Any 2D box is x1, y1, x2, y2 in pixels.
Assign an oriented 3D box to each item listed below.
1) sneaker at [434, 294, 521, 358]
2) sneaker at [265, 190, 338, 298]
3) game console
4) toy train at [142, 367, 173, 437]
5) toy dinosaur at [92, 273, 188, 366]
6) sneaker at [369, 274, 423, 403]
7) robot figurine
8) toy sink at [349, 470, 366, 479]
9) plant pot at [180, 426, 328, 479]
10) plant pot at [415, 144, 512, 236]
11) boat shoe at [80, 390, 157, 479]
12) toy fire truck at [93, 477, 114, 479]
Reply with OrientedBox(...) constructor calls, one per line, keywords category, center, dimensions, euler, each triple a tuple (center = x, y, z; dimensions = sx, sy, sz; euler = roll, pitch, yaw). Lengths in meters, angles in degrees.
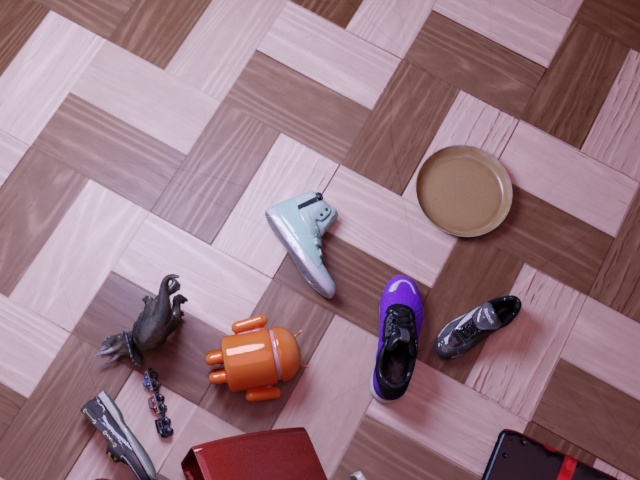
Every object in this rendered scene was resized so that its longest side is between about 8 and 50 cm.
OrientedBox(category="sneaker", center=(0.360, 0.186, 1.985), dimensions=(0.234, 0.106, 0.078), euler=(-29, 76, -11))
OrientedBox(category="sneaker", center=(0.000, -0.001, 2.027), dimensions=(0.151, 0.094, 0.256), euler=(-30, 78, -15))
OrientedBox(category="game console", center=(0.480, 0.645, 1.886), dimensions=(0.342, 0.060, 0.386), euler=(23, 72, 8))
OrientedBox(category="toy train", center=(-0.361, 0.357, 1.930), dimensions=(0.036, 0.027, 0.158), euler=(-19, 75, 2))
OrientedBox(category="toy dinosaur", center=(-0.353, 0.178, 1.895), dimensions=(0.121, 0.313, 0.160), euler=(36, 48, -19))
OrientedBox(category="sneaker", center=(0.180, 0.210, 1.945), dimensions=(0.102, 0.146, 0.293), euler=(9, 73, -1))
OrientedBox(category="robot figurine", center=(-0.139, 0.261, 1.922), dimensions=(0.219, 0.128, 0.158), euler=(-11, 53, -6))
OrientedBox(category="toy sink", center=(0.086, 0.614, 1.814), dimensions=(0.131, 0.153, 0.234), euler=(-31, 78, -11))
OrientedBox(category="plant pot", center=(-0.118, 0.517, 1.788), dimensions=(0.236, 0.267, 0.267), euler=(-20, 75, -21))
OrientedBox(category="plant pot", center=(0.343, -0.117, 2.116), dimensions=(0.236, 0.032, 0.236), euler=(1, 73, -4))
OrientedBox(category="boat shoe", center=(-0.431, 0.432, 1.878), dimensions=(0.069, 0.081, 0.227), euler=(-34, 71, -10))
OrientedBox(category="toy fire truck", center=(-0.321, 0.594, 1.657), dimensions=(0.302, 0.169, 0.253), euler=(6, 74, 12))
